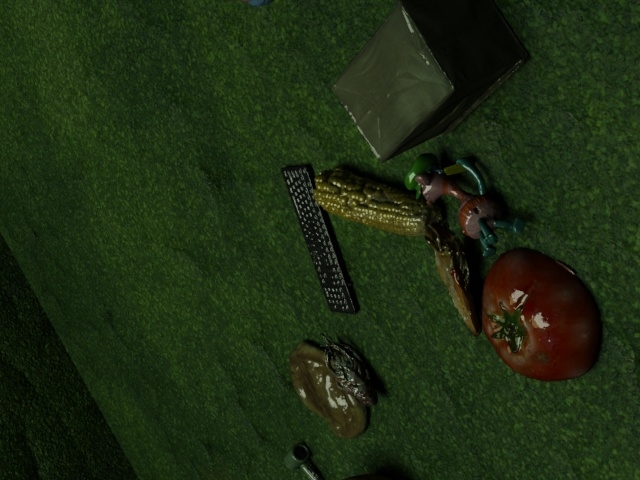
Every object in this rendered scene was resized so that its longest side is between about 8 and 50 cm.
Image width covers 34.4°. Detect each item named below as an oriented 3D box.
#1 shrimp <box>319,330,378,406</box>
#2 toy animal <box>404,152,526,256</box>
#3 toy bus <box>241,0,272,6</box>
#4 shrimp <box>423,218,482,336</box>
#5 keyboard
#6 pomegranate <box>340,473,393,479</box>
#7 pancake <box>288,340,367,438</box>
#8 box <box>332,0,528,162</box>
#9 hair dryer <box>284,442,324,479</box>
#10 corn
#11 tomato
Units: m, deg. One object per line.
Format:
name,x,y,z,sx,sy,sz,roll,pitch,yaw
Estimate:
shrimp,0.053,0.257,2.081,0.190,0.074,0.073,60,-178,24
toy animal,0.223,-0.065,1.586,0.208,0.100,0.103,48,124,38
toy bus,-0.113,-0.500,1.659,0.294,0.197,0.232,-15,110,56
shrimp,0.215,0.064,1.646,0.133,0.053,0.236,-91,-17,-49
keyboard,0.000,0.000,2.011,0.101,0.018,0.310,1,114,56
pomegranate,0.085,0.606,2.113,0.264,0.264,0.264,34,138,38
pancake,0.012,0.323,2.211,0.236,0.042,0.222,52,148,19
box,0.153,-0.241,1.491,0.155,0.149,0.231,59,148,7
hair dryer,-0.019,0.547,2.433,0.150,0.047,0.071,44,147,10
corn,0.088,-0.065,1.776,0.288,0.086,0.087,21,129,46
tomato,0.320,0.126,1.588,0.225,0.085,0.225,38,144,36
